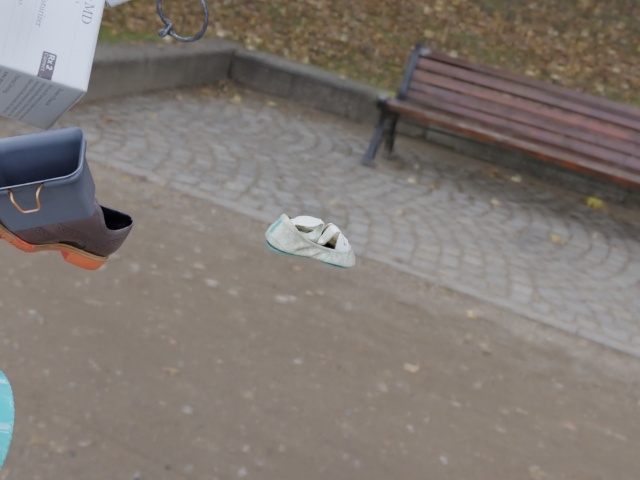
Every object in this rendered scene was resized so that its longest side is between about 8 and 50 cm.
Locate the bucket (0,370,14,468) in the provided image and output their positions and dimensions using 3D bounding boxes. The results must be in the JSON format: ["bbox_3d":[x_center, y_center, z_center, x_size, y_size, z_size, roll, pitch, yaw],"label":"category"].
[{"bbox_3d":[-0.688,0.328,1.735,0.183,0.281,0.281,20,9,-44],"label":"bucket"}]

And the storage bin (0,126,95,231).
[{"bbox_3d":[-0.328,-0.061,1.142,0.135,0.091,0.098,-11,49,3],"label":"storage bin"}]

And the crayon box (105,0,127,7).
[{"bbox_3d":[-0.156,-0.445,1.219,0.318,0.202,0.081,-20,30,-1],"label":"crayon box"}]

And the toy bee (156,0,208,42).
[{"bbox_3d":[-0.257,-0.295,0.884,0.298,0.195,0.162,33,42,24],"label":"toy bee"}]

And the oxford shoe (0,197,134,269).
[{"bbox_3d":[-0.358,-0.040,1.312,0.097,0.098,0.271,56,13,23],"label":"oxford shoe"}]

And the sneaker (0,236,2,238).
[{"bbox_3d":[-0.490,-0.034,1.737,0.162,0.106,0.281,22,8,15],"label":"sneaker"}]

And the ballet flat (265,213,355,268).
[{"bbox_3d":[0.000,0.000,1.254,0.168,0.052,0.057,12,29,-50],"label":"ballet flat"}]

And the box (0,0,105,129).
[{"bbox_3d":[-0.335,-0.248,1.138,0.119,0.181,0.182,15,-16,-27],"label":"box"}]
